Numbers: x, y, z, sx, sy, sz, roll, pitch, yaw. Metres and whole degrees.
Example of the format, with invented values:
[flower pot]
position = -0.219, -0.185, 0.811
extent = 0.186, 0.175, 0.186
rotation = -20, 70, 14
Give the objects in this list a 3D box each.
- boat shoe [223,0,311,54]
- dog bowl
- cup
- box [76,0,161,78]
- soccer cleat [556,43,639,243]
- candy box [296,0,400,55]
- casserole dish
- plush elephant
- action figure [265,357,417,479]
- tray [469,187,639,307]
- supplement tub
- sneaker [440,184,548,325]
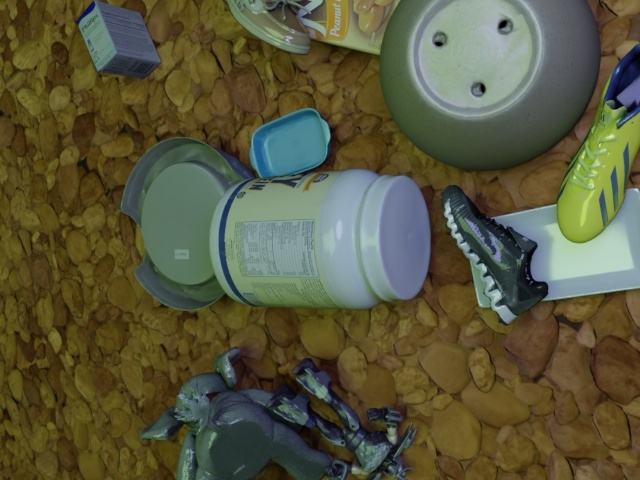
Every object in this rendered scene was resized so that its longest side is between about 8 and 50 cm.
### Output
[boat shoe]
position = -0.108, -0.426, 1.136
extent = 0.285, 0.105, 0.089
rotation = 48, 122, 21
[dog bowl]
position = -0.256, -0.035, 1.362
extent = 0.349, 0.102, 0.348
rotation = 3, 95, 32
[cup]
position = 0.225, -0.253, 0.921
extent = 0.332, 0.237, 0.330
rotation = 3, 102, 16
[box]
position = -0.437, -0.433, 1.431
extent = 0.072, 0.126, 0.137
rotation = -31, 77, 32
[soccer cleat]
position = 0.398, -0.136, 0.917
extent = 0.093, 0.121, 0.289
rotation = 29, 100, 35
[candy box]
position = 0.033, -0.437, 1.159
extent = 0.317, 0.088, 0.182
rotation = 22, 106, 28
[casserole dish]
position = -0.053, -0.181, 1.263
extent = 0.189, 0.037, 0.114
rotation = -16, 86, 33
[plush elephant]
position = -0.191, 0.362, 1.283
extent = 0.272, 0.255, 0.329
rotation = -36, 111, -10
[action figure]
position = 0.046, 0.344, 1.187
extent = 0.285, 0.099, 0.185
rotation = 37, 94, 9
[tray]
position = 0.364, 0.017, 1.021
extent = 0.271, 0.030, 0.145
rotation = -12, 88, 32
[supplement tub]
position = 0.000, 0.000, 1.126
extent = 0.325, 0.235, 0.235
rotation = -2, 93, 32
[sneaker]
position = 0.274, 0.006, 1.017
extent = 0.106, 0.078, 0.234
rotation = -31, 81, 27
